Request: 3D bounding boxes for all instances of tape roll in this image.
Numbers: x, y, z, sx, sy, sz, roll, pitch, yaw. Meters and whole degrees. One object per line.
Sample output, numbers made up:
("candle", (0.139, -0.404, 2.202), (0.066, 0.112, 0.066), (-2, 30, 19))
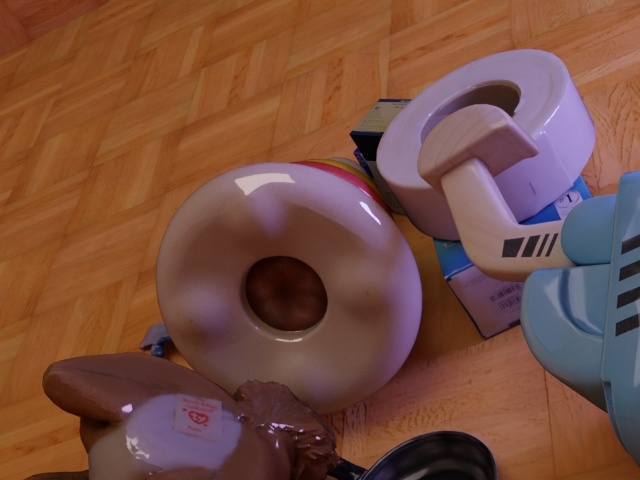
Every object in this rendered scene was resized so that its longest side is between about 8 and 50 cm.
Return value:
("tape roll", (0.221, -0.131, 1.600), (0.286, 0.100, 0.286), (-25, 31, 16))

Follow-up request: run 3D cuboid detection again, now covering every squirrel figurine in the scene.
("squirrel figurine", (-0.172, 0.340, 1.394), (0.397, 0.370, 0.281), (-9, 42, -46))

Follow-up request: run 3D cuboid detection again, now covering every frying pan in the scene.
("frying pan", (0.067, 0.317, 1.414), (0.326, 0.053, 0.197), (-13, 36, 34))

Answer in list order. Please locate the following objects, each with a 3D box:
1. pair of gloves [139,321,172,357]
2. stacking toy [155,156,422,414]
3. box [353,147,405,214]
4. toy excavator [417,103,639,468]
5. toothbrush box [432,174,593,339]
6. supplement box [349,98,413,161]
("pair of gloves", (-0.236, 0.110, 1.956), (0.159, 0.023, 0.198), (-20, 37, 53))
("stacking toy", (0.000, 0.000, 1.699), (0.350, 0.351, 0.480), (-21, 14, 20))
("box", (0.139, -0.104, 1.857), (0.072, 0.126, 0.137), (-45, 32, -20))
("toy excavator", (0.283, 0.031, 1.251), (0.445, 0.222, 0.433), (-7, 63, 36))
("toothbrush box", (0.266, -0.036, 1.643), (0.216, 0.126, 0.295), (-28, 32, 12))
("supplement box", (0.106, -0.166, 1.795), (0.083, 0.056, 0.083), (9, 51, 48))
